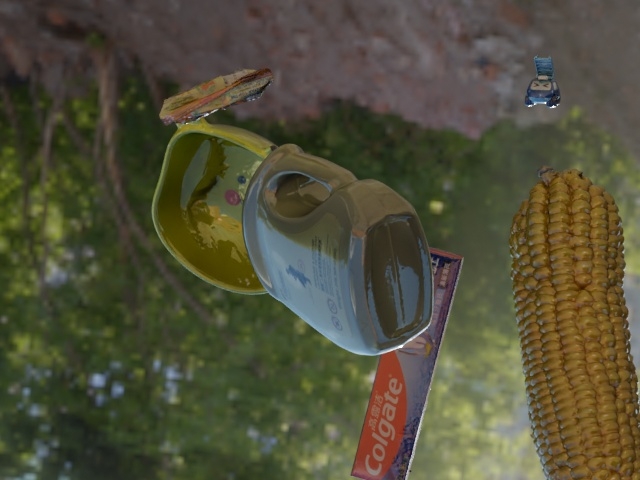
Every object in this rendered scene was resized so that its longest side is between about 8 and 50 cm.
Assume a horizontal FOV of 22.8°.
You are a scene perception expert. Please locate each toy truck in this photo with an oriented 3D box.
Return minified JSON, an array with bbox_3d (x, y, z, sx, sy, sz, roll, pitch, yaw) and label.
[{"bbox_3d":[0.385,-0.276,2.732,0.056,0.090,0.073,3,-166,18],"label":"toy truck"}]

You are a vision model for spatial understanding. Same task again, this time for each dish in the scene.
[{"bbox_3d":[-0.111,-0.064,2.189,0.221,0.262,0.108,22,-142,17],"label":"dish"}]

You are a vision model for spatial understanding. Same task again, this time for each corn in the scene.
[{"bbox_3d":[0.211,0.094,1.317,0.102,0.312,0.102,0,157,0],"label":"corn"}]

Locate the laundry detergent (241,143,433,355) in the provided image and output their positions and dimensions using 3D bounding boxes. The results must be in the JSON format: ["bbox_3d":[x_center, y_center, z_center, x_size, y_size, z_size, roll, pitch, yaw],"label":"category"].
[{"bbox_3d":[0.000,0.000,1.510,0.091,0.181,0.253,-24,-151,-26],"label":"laundry detergent"}]

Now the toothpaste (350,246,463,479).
[{"bbox_3d":[0.116,0.166,2.103,0.076,0.320,0.066,14,-175,7],"label":"toothpaste"}]

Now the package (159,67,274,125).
[{"bbox_3d":[-0.098,-0.134,1.463,0.108,0.031,0.121,-21,-173,-3],"label":"package"}]
